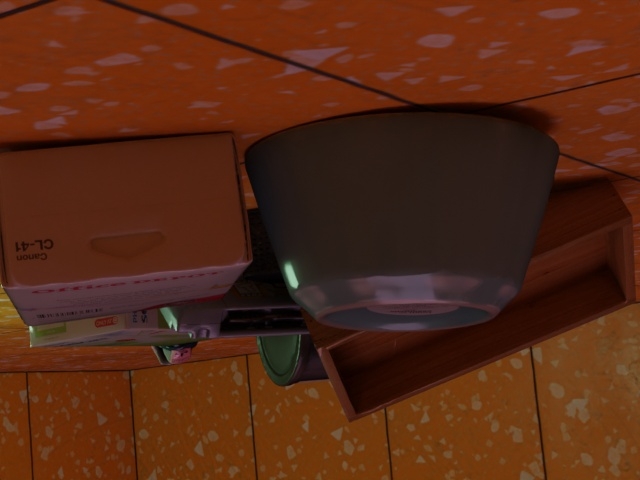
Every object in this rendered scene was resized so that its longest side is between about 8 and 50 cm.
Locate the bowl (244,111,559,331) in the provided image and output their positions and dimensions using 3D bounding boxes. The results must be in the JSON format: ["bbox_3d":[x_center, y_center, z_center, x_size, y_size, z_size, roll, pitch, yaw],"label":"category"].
[{"bbox_3d":[0.080,-0.003,1.294,0.311,0.163,0.311,0,167,0],"label":"bowl"}]

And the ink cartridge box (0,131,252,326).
[{"bbox_3d":[-0.197,-0.003,1.310,0.226,0.131,0.306,-6,170,-11],"label":"ink cartridge box"}]

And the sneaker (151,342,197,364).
[{"bbox_3d":[-0.239,0.149,2.339,0.112,0.131,0.319,-2,171,-14],"label":"sneaker"}]

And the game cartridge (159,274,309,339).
[{"bbox_3d":[-0.075,0.059,1.760,0.297,0.062,0.198,-1,-150,-24],"label":"game cartridge"}]

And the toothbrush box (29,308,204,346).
[{"bbox_3d":[-0.257,0.088,1.956,0.206,0.122,0.283,-12,168,36],"label":"toothbrush box"}]

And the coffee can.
[{"bbox_3d":[0.058,0.115,2.061,0.275,0.201,0.201,-2,171,-23],"label":"coffee can"}]

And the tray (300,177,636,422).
[{"bbox_3d":[0.194,0.080,1.683,0.411,0.076,0.203,-22,144,0],"label":"tray"}]

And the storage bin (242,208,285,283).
[{"bbox_3d":[0.000,0.000,1.636,0.180,0.084,0.122,-9,171,21],"label":"storage bin"}]
